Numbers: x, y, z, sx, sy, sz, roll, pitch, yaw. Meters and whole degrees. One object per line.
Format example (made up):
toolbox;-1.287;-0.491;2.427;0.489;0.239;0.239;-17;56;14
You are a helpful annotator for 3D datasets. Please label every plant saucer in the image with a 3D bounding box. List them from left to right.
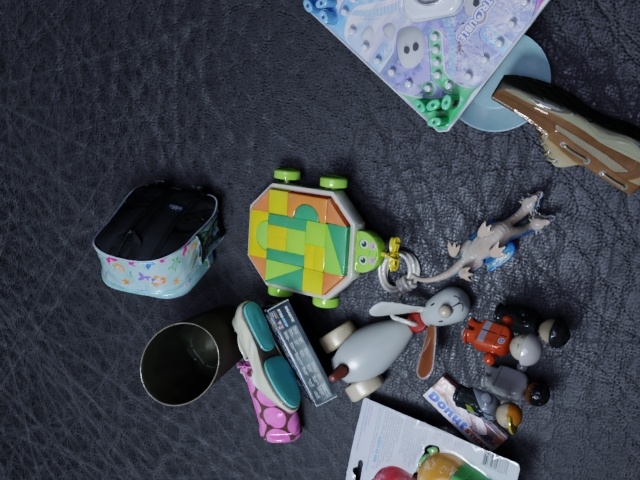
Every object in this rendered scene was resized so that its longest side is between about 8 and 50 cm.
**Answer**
plant saucer;0.325;-0.298;1.656;0.195;0.037;0.194;3;115;7

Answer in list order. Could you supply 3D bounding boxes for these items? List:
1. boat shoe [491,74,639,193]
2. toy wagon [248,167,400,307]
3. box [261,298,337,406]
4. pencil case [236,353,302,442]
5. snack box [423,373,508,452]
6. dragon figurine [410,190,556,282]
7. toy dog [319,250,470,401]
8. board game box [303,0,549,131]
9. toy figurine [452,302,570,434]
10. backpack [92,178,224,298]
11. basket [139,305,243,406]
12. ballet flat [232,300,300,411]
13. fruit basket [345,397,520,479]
boat shoe;0.448;-0.182;1.596;0.324;0.122;0.120;28;119;4
toy wagon;0.000;0.000;1.806;0.344;0.068;0.267;11;104;35
box;-0.049;0.227;1.849;0.051;0.175;0.220;-27;90;-9
pencil case;-0.107;0.336;1.918;0.098;0.095;0.209;-18;108;-12
snack box;0.296;0.356;1.828;0.178;0.022;0.064;44;113;7
dragon figurine;0.316;0.013;1.708;0.289;0.144;0.085;-41;75;35
toy dog;0.128;0.199;1.783;0.220;0.161;0.333;38;111;9
board game box;0.194;-0.461;1.609;0.390;0.050;0.390;47;119;19
toy figurine;0.360;0.234;1.676;0.148;0.213;0.209;16;106;31
backpack;-0.343;0.012;1.873;0.225;0.253;0.191;10;124;17
basket;-0.245;0.228;1.892;0.154;0.227;0.204;48;112;6
ballet flat;-0.117;0.243;1.815;0.086;0.086;0.248;-32;68;23
fruit basket;0.215;0.529;1.848;0.353;0.165;0.327;20;107;32
